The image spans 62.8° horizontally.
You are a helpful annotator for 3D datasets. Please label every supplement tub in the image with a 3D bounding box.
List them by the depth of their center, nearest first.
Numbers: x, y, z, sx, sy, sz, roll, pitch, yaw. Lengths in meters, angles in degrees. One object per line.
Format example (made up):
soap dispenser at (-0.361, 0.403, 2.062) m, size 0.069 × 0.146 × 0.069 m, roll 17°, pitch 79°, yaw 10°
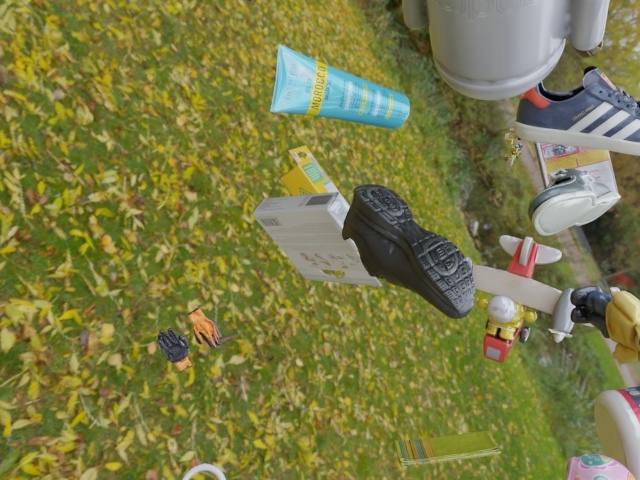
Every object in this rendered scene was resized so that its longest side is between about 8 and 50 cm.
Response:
supplement tub at (0.688, 0.363, 0.986) m, size 0.191 × 0.273 × 0.190 m, roll -11°, pitch 90°, yaw -81°

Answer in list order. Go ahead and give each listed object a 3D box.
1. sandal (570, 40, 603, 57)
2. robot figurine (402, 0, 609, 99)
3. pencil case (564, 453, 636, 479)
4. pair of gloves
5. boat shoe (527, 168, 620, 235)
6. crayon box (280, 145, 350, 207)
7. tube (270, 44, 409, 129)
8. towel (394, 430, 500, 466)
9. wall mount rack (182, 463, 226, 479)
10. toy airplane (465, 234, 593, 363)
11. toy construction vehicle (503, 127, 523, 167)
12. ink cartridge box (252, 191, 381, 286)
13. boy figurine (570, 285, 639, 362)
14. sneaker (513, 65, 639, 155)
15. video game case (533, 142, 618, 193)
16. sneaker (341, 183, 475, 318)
sandal at (0.539, -0.471, 1.100) m, size 0.049 × 0.072 × 0.180 m, roll -34°, pitch 101°, yaw -55°
robot figurine at (0.255, -0.348, 0.764) m, size 0.199 × 0.300 × 0.353 m, roll -60°, pitch 151°, yaw -16°
pencil case at (0.393, 0.462, 0.799) m, size 0.284 × 0.124 × 0.124 m, roll -37°, pitch 102°, yaw -38°
pair of gloves at (-0.186, 0.141, 0.749) m, size 0.074 × 0.083 × 0.010 m, roll 63°, pitch -10°, yaw -24°
boat shoe at (0.478, -0.086, 1.026) m, size 0.320 × 0.116 × 0.099 m, roll -8°, pitch 56°, yaw -43°
crayon box at (-0.009, -0.150, 1.714) m, size 0.322 × 0.083 × 0.203 m, roll 54°, pitch 20°, yaw -4°
tube at (0.027, -0.193, 0.700) m, size 0.207 × 0.052 × 0.080 m, roll 4°, pitch 94°, yaw -35°
towel at (0.300, 0.495, 1.262) m, size 0.102 × 0.238 × 0.021 m, roll -96°, pitch 179°, yaw -82°
wall mount rack at (-0.293, 0.631, 1.028) m, size 0.130 × 0.305 × 0.349 m, roll 68°, pitch 11°, yaw -62°
toy airplane at (0.600, 0.169, 1.639) m, size 0.273 × 0.386 × 0.384 m, roll -16°, pitch 76°, yaw -57°
toy construction vehicle at (0.442, -0.219, 1.208) m, size 0.098 × 0.035 × 0.085 m, roll -47°, pitch 148°, yaw -39°
ink cartridge box at (0.000, 0.000, 1.219) m, size 0.238 × 0.275 × 0.060 m, roll 52°, pitch 59°, yaw -29°
boy figurine at (0.680, 0.202, 1.181) m, size 0.285 × 0.092 × 0.177 m, roll -105°, pitch -171°, yaw -74°
sneaker at (0.566, -0.257, 1.017) m, size 0.131 × 0.351 × 0.147 m, roll -46°, pitch 141°, yaw -56°
video game case at (0.723, -0.234, 1.498) m, size 0.025 × 0.204 × 0.284 m, roll -172°, pitch -111°, yaw -86°
sneaker at (0.144, 0.031, 0.898) m, size 0.109 × 0.130 × 0.286 m, roll -12°, pitch 52°, yaw -40°
